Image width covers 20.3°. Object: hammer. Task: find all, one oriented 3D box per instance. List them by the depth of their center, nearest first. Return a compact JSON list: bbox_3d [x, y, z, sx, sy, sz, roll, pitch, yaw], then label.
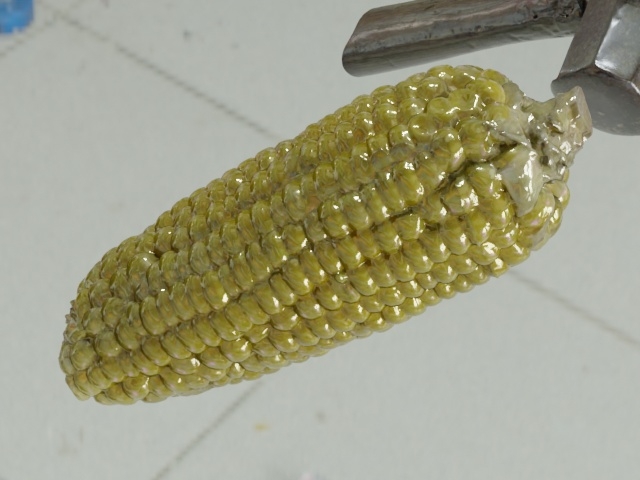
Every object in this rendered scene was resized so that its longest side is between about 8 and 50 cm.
[{"bbox_3d":[0.165,-0.187,1.454,0.095,0.409,0.242,33,68,-29],"label":"hammer"}]

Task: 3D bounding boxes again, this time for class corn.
[{"bbox_3d":[0.000,0.000,1.027,0.347,0.130,0.130,-25,41,22],"label":"corn"}]
